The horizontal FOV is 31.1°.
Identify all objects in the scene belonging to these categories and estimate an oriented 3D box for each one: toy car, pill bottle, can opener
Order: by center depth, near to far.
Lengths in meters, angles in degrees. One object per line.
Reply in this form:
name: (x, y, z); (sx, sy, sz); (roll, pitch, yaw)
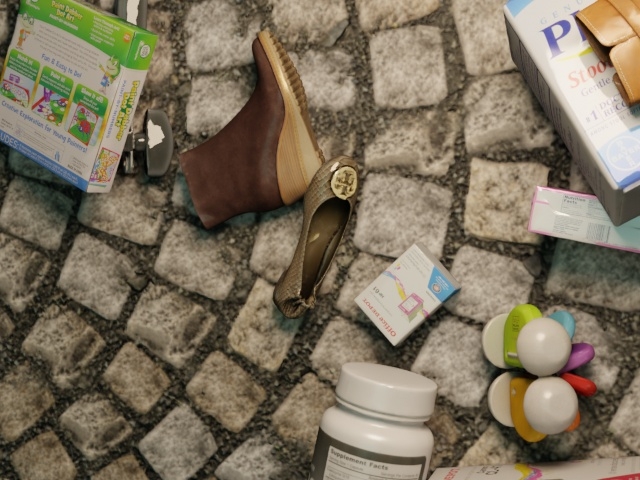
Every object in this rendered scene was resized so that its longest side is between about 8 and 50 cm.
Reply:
toy car: (0.304, 0.172, 1.536); (0.136, 0.159, 0.182); (-7, 90, -18)
pill bottle: (0.066, 0.321, 1.591); (0.161, 0.161, 0.283); (13, 96, 15)
can opener: (-0.272, -0.235, 1.721); (0.093, 0.074, 0.281); (-3, 94, -18)

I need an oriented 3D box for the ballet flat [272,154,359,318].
ballet flat: (0.000, 0.000, 1.631); (0.058, 0.084, 0.250); (41, 111, 55)

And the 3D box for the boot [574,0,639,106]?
boot: (0.393, -0.303, 1.323); (0.220, 0.109, 0.284); (-26, 76, 9)

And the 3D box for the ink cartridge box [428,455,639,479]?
ink cartridge box: (0.286, 0.370, 1.494); (0.306, 0.226, 0.131); (-6, 91, 16)

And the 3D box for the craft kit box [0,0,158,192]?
craft kit box: (-0.374, -0.229, 1.703); (0.249, 0.061, 0.247); (29, 109, 31)

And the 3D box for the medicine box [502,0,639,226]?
medicine box: (0.408, -0.213, 1.415); (0.263, 0.149, 0.289); (-28, 69, 5)

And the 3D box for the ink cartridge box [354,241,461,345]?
ink cartridge box: (0.122, 0.075, 1.619); (0.122, 0.052, 0.088); (-44, 81, 15)

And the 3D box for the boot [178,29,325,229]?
boot: (-0.116, -0.157, 1.657); (0.206, 0.090, 0.249); (-18, 91, 14)

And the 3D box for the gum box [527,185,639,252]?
gum box: (0.365, -0.027, 1.513); (0.188, 0.107, 0.062); (12, 96, 15)
